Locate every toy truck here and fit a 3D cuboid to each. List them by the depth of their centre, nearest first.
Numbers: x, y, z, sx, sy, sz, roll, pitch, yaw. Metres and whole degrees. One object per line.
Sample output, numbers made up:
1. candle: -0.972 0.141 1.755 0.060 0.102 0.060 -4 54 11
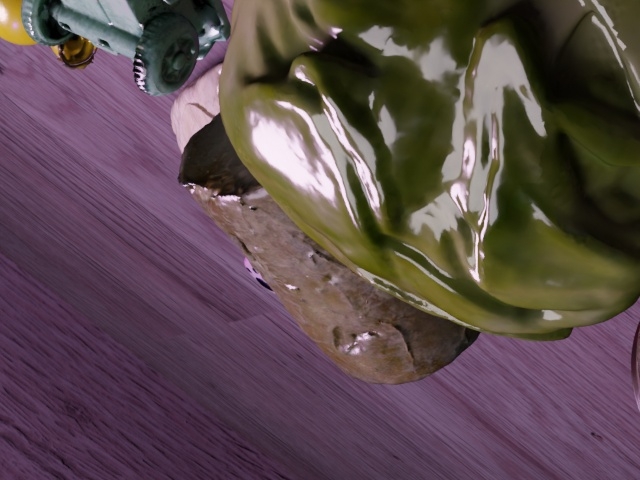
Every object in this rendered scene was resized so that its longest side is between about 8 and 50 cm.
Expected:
1. toy truck: -0.167 -0.245 1.142 0.155 0.156 0.279 26 161 27

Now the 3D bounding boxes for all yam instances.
1. yam: 0.028 -0.017 1.312 0.195 0.195 0.300 17 154 45

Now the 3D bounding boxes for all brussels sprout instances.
1. brussels sprout: 0.097 -0.096 0.827 0.328 0.247 0.328 4 131 4

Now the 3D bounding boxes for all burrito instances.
1. burrito: -0.106 -0.126 1.474 0.082 0.059 0.275 60 164 -3

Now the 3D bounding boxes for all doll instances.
1. doll: -0.271 -0.246 1.424 0.221 0.135 0.143 28 129 40

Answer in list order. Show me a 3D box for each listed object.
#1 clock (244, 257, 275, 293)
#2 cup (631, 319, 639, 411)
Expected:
1. clock: 0.000 0.000 1.582 0.227 0.090 0.248 25 158 30
2. cup: 0.337 0.065 0.990 0.196 0.196 0.280 34 154 5
